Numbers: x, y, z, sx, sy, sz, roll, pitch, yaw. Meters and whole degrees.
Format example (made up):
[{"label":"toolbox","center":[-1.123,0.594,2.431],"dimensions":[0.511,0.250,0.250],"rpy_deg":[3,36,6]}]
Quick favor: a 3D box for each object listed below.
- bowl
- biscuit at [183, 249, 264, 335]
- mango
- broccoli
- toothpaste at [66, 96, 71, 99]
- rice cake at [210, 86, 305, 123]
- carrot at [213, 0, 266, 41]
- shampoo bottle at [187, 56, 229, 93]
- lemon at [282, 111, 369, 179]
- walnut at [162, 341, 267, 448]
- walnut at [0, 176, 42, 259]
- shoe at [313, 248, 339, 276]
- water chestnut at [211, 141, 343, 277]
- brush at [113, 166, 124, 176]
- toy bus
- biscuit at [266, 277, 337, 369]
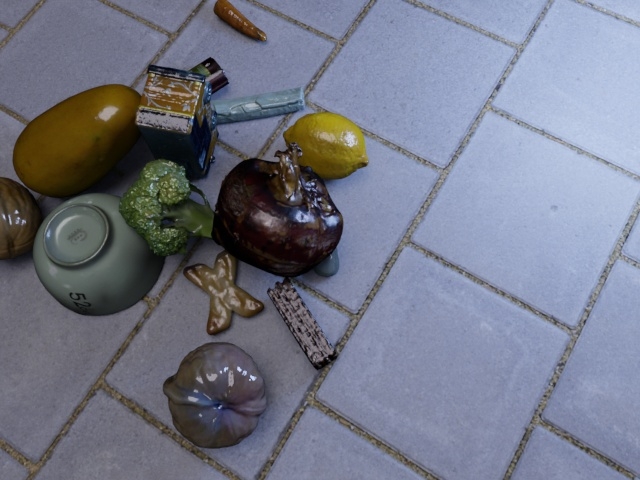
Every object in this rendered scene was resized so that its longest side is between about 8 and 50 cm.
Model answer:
[{"label":"bowl","center":[-0.618,0.014,1.527],"dimensions":[0.354,0.185,0.353],"rpy_deg":[-1,70,3]},{"label":"biscuit","center":[-0.263,0.134,1.531],"dimensions":[0.164,0.047,0.207],"rpy_deg":[-26,70,-5]},{"label":"mango","center":[-0.649,-0.280,1.554],"dimensions":[0.446,0.232,0.300],"rpy_deg":[-26,23,28]},{"label":"broccoli","center":[-0.368,-0.078,1.470],"dimensions":[0.302,0.186,0.254],"rpy_deg":[30,39,5]},{"label":"toothpaste","center":[-0.701,-0.451,1.785],"dimensions":[0.204,0.031,0.049],"rpy_deg":[-11,68,2]},{"label":"rice cake","center":[-0.214,-0.405,1.718],"dimensions":[0.337,0.063,0.066],"rpy_deg":[-10,60,2]},{"label":"carrot","center":[-0.251,-0.703,1.834],"dimensions":[0.210,0.061,0.061],"rpy_deg":[40,77,13]},{"label":"shampoo bottle","center":[-0.441,-0.437,1.730],"dimensions":[0.323,0.084,0.129],"rpy_deg":[-34,55,-7]},{"label":"lemon","center":[0.017,-0.266,1.584],"dimensions":[0.257,0.188,0.188],"rpy_deg":[22,73,5]},{"label":"walnut","center":[-0.248,0.366,1.351],"dimensions":[0.249,0.248,0.248],"rpy_deg":[-1,70,4]},{"label":"walnut","center":[-0.895,-0.066,1.565],"dimensions":[0.225,0.225,0.261],"rpy_deg":[-38,67,-9]},{"label":"shoe","center":[0.000,0.000,1.547],"dimensions":[0.079,0.078,0.195],"rpy_deg":[-11,66,-1]},{"label":"water chestnut","center":[-0.098,-0.087,1.414],"dimensions":[0.335,0.335,0.346],"rpy_deg":[37,121,15]},{"label":"brush","center":[-0.621,-0.221,1.705],"dimensions":[0.084,0.013,0.016],"rpy_deg":[42,76,15]},{"label":"toy bus","center":[-0.382,-0.312,1.553],"dimensions":[0.162,0.323,0.194],"rpy_deg":[10,73,0]},{"label":"biscuit","center":[-0.049,0.211,1.457],"dimensions":[0.070,0.106,0.252],"rpy_deg":[-33,70,-6]}]
